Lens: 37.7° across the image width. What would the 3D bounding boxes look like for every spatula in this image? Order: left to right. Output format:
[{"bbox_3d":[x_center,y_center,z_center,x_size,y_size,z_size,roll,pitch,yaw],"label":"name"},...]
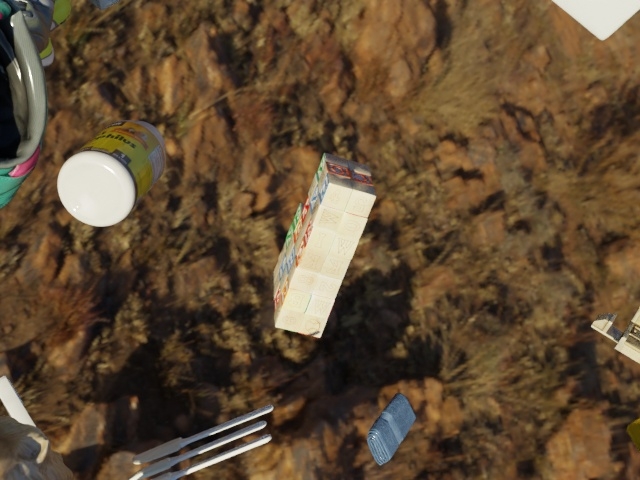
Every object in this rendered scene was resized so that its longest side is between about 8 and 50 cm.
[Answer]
[{"bbox_3d":[-0.182,0.321,1.412,0.168,0.242,0.019,-102,171,-80],"label":"spatula"}]

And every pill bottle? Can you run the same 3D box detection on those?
[{"bbox_3d":[-0.310,-0.113,1.438,0.117,0.117,0.215,55,21,-16],"label":"pill bottle"}]

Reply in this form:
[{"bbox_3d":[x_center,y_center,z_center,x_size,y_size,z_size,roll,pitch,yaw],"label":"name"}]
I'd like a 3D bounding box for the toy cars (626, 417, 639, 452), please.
[{"bbox_3d":[0.522,0.131,1.157,0.087,0.176,0.393,41,68,-29],"label":"toy cars"}]

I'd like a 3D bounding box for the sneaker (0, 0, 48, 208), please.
[{"bbox_3d":[-0.293,-0.130,0.606,0.295,0.178,0.123,45,50,-29],"label":"sneaker"}]

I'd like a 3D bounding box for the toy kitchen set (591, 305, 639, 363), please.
[{"bbox_3d":[0.366,0.083,1.088,0.068,0.075,0.083,32,29,16],"label":"toy kitchen set"}]

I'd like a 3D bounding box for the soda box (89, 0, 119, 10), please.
[{"bbox_3d":[-0.165,-0.379,1.071,0.286,0.091,0.098,-34,146,-23],"label":"soda box"}]

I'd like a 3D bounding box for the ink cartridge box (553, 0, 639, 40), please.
[{"bbox_3d":[0.263,-0.400,0.913,0.324,0.330,0.071,38,56,-4],"label":"ink cartridge box"}]

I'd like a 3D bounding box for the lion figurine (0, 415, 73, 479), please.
[{"bbox_3d":[-0.082,0.206,0.418,0.240,0.392,0.142,-54,148,-52],"label":"lion figurine"}]

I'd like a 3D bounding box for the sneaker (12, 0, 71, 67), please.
[{"bbox_3d":[-0.380,-0.303,1.163,0.111,0.121,0.300,0,35,-8],"label":"sneaker"}]

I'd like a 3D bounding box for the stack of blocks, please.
[{"bbox_3d":[0.000,0.000,1.672,0.087,0.297,0.171,15,27,-13],"label":"stack of blocks"}]

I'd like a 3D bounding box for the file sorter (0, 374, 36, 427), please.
[{"bbox_3d":[-0.384,0.349,1.151,0.173,0.193,0.277,-31,74,-21],"label":"file sorter"}]

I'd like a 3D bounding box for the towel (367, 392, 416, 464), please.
[{"bbox_3d":[0.118,0.319,1.595,0.119,0.029,0.067,-45,119,-44],"label":"towel"}]
